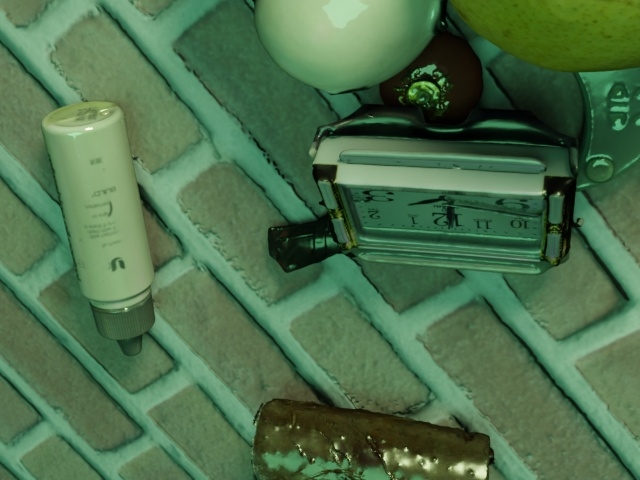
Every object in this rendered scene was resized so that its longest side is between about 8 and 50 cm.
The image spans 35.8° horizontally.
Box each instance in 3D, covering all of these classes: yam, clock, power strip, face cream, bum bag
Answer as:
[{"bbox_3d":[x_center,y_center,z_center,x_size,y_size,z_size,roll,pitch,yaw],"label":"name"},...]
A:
[{"bbox_3d":[0.063,0.261,1.171,0.280,0.131,0.131,7,120,11],"label":"yam"},{"bbox_3d":[0.125,-0.046,0.953,0.253,0.083,0.186,5,155,13],"label":"clock"},{"bbox_3d":[0.252,-0.152,0.922,0.168,0.054,0.253,-26,108,28],"label":"power strip"},{"bbox_3d":[-0.241,0.000,1.129,0.092,0.092,0.311,2,120,15],"label":"face cream"},{"bbox_3d":[0.000,0.000,1.091,0.125,0.034,0.057,-13,100,22],"label":"bum bag"}]

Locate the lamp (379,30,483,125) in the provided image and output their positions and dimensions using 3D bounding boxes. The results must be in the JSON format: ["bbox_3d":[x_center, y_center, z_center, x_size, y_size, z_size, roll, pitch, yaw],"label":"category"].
[{"bbox_3d":[0.105,-0.152,0.942,0.101,0.090,0.101,8,120,14],"label":"lamp"}]

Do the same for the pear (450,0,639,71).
[{"bbox_3d":[0.210,-0.274,0.710,0.315,0.314,0.314,7,120,12],"label":"pear"}]

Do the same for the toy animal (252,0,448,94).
[{"bbox_3d":[0.003,-0.242,0.863,0.187,0.165,0.235,-41,92,27],"label":"toy animal"}]
